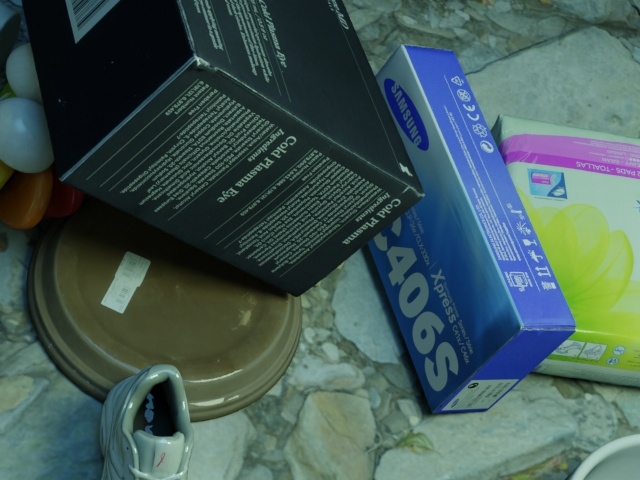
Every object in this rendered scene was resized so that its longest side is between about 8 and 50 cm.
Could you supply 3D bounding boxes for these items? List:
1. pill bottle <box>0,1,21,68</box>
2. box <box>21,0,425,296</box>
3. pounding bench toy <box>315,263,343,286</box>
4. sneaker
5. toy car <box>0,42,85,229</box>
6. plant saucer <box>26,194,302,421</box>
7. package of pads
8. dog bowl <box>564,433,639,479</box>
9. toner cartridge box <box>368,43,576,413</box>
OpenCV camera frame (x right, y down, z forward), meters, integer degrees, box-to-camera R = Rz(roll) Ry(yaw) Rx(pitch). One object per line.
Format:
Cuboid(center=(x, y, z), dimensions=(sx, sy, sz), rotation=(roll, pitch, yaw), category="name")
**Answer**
Cuboid(center=(-0.419, -0.245, 1.508), dimensions=(0.215, 0.117, 0.117), rotation=(28, 51, 1), category="pill bottle")
Cuboid(center=(-0.104, -0.166, 1.421), dimensions=(0.312, 0.179, 0.343), rotation=(28, 32, -42), category="box")
Cuboid(center=(0.000, 0.000, 1.537), dimensions=(0.052, 0.083, 0.065), rotation=(20, 20, -9), category="pounding bench toy")
Cuboid(center=(-0.151, 0.211, 1.274), dimensions=(0.090, 0.115, 0.232), rotation=(3, 65, -18), category="sneaker")
Cuboid(center=(-0.279, -0.089, 1.436), dimensions=(0.136, 0.159, 0.182), rotation=(32, 45, -26), category="toy car")
Cuboid(center=(-0.147, 0.047, 1.453), dimensions=(0.277, 0.041, 0.278), rotation=(10, 54, -14), category="plant saucer")
Cuboid(center=(0.298, 0.014, 1.606), dimensions=(0.229, 0.101, 0.297), rotation=(9, 54, -13), category="package of pads")
Cuboid(center=(0.324, 0.321, 1.392), dimensions=(0.264, 0.104, 0.265), rotation=(10, 52, -14), category="dog bowl")
Cuboid(center=(0.125, -0.014, 1.513), dimensions=(0.075, 0.165, 0.348), rotation=(2, 54, -34), category="toner cartridge box")
